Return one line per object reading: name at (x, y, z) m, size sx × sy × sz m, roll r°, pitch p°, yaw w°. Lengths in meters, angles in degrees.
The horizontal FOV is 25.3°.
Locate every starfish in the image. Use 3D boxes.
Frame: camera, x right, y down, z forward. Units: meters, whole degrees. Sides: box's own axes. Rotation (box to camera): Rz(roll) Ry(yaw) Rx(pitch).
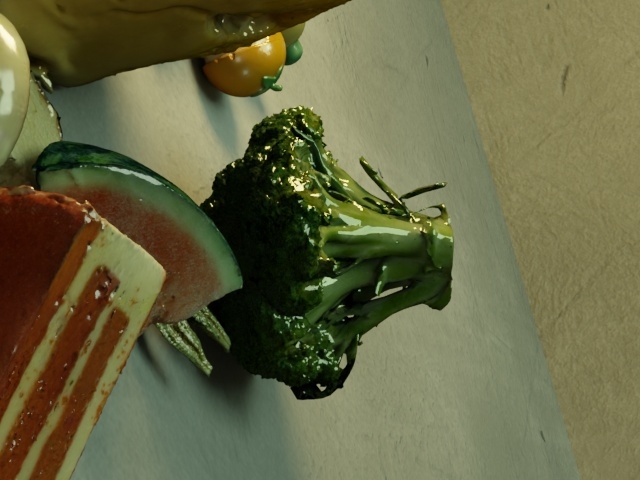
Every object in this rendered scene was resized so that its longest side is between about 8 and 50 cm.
starfish at (-0.162, 0.038, 1.395) m, size 0.223 × 0.050 × 0.217 m, roll 59°, pitch 41°, yaw -20°

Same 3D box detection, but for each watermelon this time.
watermelon at (-0.172, 0.002, 1.238) m, size 0.207 × 0.136 × 0.202 m, roll 30°, pitch 52°, yaw -59°

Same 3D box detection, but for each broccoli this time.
broccoli at (0.000, 0.000, 1.545) m, size 0.303 × 0.283 × 0.321 m, roll 91°, pitch -1°, yaw -49°

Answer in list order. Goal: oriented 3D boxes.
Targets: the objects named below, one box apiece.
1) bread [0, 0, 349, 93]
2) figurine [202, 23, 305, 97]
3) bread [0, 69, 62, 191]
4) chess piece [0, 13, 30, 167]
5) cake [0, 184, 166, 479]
bread at (-0.121, -0.305, 1.393) m, size 0.361 × 0.394 × 0.250 m, roll -93°, pitch 171°, yaw -48°
figurine at (-0.111, -0.282, 1.781) m, size 0.324 × 0.124 × 0.222 m, roll -23°, pitch 97°, yaw -68°
bread at (-0.269, -0.093, 1.254) m, size 0.129 × 0.044 × 0.126 m, roll -95°, pitch 164°, yaw -45°
chess piece at (-0.348, -0.136, 0.934) m, size 0.300 × 0.167 × 0.167 m, roll 28°, pitch 45°, yaw -54°
cake at (-0.201, 0.094, 1.071) m, size 0.158 × 0.160 × 0.262 m, roll 42°, pitch 35°, yaw -61°
